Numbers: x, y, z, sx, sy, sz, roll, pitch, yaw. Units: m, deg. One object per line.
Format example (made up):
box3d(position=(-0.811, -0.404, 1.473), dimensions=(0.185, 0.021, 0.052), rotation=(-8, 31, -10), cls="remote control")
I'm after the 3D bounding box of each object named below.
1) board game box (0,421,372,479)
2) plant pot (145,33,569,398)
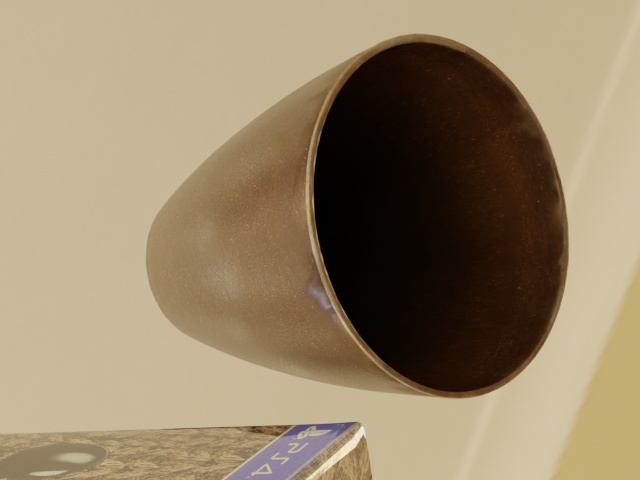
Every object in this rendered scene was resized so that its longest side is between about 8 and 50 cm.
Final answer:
box3d(position=(-0.147, 0.172, 0.652), dimensions=(0.232, 0.291, 0.141), rotation=(-29, -67, -65), cls="board game box")
box3d(position=(0.000, 0.000, 1.104), dimensions=(0.215, 0.230, 0.215), rotation=(9, -103, -40), cls="plant pot")
